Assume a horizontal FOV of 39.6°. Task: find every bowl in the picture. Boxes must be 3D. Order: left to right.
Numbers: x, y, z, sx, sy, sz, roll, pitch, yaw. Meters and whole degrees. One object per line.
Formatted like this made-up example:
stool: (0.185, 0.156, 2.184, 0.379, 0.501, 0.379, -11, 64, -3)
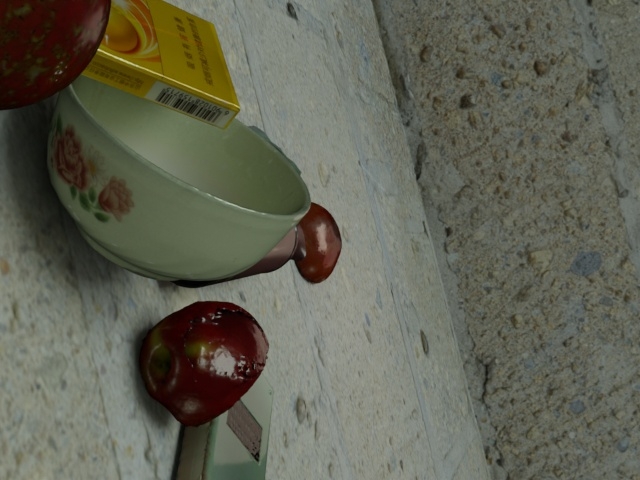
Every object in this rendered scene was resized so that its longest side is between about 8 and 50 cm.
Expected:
bowl: (-0.160, -0.053, 0.911, 0.277, 0.145, 0.277, 30, 17, -11)

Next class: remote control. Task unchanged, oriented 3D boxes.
remote control: (-0.113, 0.273, 1.029, 0.344, 0.050, 0.145, -85, 154, -47)

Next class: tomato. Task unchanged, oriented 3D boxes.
tomato: (0.000, 0.000, 1.592, 0.155, 0.069, 0.155, -14, 90, -72)

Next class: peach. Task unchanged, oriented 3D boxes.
peach: (-0.117, 0.127, 0.995, 0.172, 0.092, 0.127, -18, 77, -50)

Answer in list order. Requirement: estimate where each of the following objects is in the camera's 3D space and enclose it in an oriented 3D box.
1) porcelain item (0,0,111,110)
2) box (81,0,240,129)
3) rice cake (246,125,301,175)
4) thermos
porcelain item: (-0.251, -0.226, 0.641, 0.253, 0.253, 0.253, -15, 90, -73)
box: (-0.211, -0.213, 0.895, 0.269, 0.043, 0.152, 17, 39, -40)
rice cake: (-0.099, -0.129, 1.368, 0.124, 0.038, 0.211, 46, 16, 0)
thermos: (-0.116, -0.008, 1.195, 0.330, 0.136, 0.109, -8, 111, -73)
